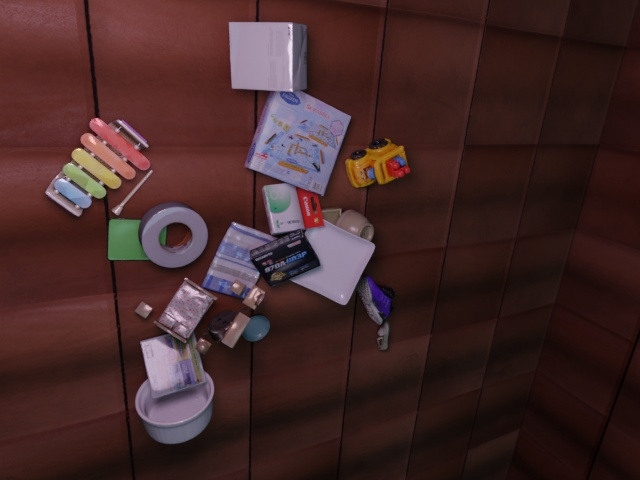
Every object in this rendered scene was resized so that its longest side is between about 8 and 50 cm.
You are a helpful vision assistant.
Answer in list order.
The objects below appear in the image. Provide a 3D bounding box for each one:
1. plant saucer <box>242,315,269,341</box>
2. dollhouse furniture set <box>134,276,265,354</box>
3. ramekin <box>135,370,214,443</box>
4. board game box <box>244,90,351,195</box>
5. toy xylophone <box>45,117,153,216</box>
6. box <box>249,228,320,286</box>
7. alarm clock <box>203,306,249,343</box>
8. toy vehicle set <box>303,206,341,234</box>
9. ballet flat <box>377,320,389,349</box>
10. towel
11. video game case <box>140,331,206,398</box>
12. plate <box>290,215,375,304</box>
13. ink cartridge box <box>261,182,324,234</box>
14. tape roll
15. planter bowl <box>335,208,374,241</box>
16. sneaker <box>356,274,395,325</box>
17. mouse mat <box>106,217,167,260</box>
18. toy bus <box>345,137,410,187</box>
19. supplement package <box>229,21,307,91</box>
[{"bbox_3d":[-0.269,0.359,1.870,0.119,0.021,0.119,-11,115,-25],"label":"plant saucer"},{"bbox_3d":[-0.418,0.216,1.586,0.355,0.174,0.303,33,77,-6],"label":"dollhouse furniture set"},{"bbox_3d":[-0.533,0.612,1.685,0.277,0.277,0.135,-12,123,-24],"label":"ramekin"},{"bbox_3d":[-0.077,-0.360,1.635,0.319,0.066,0.318,18,94,-33],"label":"board game box"},{"bbox_3d":[-0.655,-0.211,1.389,0.236,0.081,0.322,36,91,-35],"label":"toy xylophone"},{"bbox_3d":[-0.133,0.068,1.718,0.220,0.051,0.175,-23,131,6],"label":"box"},{"bbox_3d":[-0.353,0.313,1.747,0.192,0.129,0.064,-36,122,-35],"label":"alarm clock"},{"bbox_3d":[0.000,0.000,1.862,0.166,0.035,0.266,-8,114,-26],"label":"toy vehicle set"},{"bbox_3d":[0.304,0.468,2.210,0.052,0.057,0.168,-9,114,-15],"label":"ballet flat"},{"bbox_3d":[-0.305,0.083,1.731,0.209,0.034,0.285,23,98,-33],"label":"towel"},{"bbox_3d":[-0.544,0.450,1.677,0.193,0.023,0.212,-12,73,-24],"label":"video game case"},{"bbox_3d":[0.037,0.079,1.804,0.278,0.045,0.277,26,97,-1],"label":"plate"},{"bbox_3d":[-0.095,-0.126,1.702,0.225,0.056,0.181,-11,84,-23],"label":"ink cartridge box"},{"bbox_3d":[-0.503,-0.020,1.550,0.219,0.072,0.219,-14,118,-28],"label":"tape roll"},{"bbox_3d":[0.150,-0.037,1.859,0.162,0.109,0.162,-22,122,-40],"label":"planter bowl"},{"bbox_3d":[0.264,0.243,2.076,0.146,0.102,0.293,-35,127,-17],"label":"sneaker"},{"bbox_3d":[-0.621,-0.002,1.539,0.190,0.007,0.152,1,109,-28],"label":"mouse mat"},{"bbox_3d":[0.240,-0.285,1.773,0.220,0.211,0.149,-29,122,-14],"label":"toy bus"},{"bbox_3d":[-0.158,-0.573,1.417,0.203,0.149,0.194,8,113,14],"label":"supplement package"}]
